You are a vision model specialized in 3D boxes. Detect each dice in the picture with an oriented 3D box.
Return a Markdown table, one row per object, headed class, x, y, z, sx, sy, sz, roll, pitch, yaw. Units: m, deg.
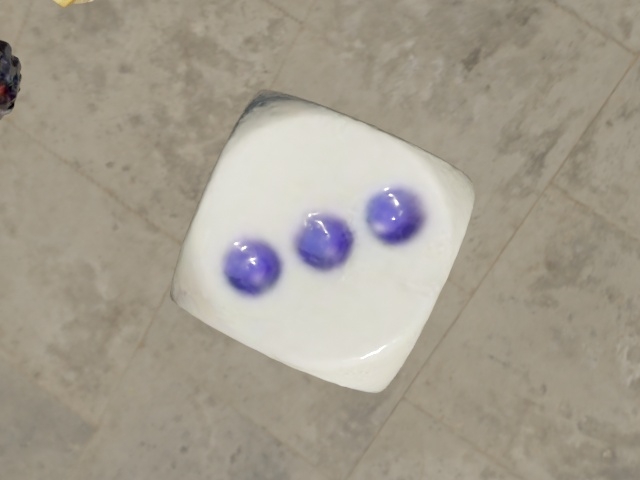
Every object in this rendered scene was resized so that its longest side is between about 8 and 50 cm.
| class | x | y | z | sx | sy | sz | roll | pitch | yaw |
| --- | --- | --- | --- | --- | --- | --- | --- | --- | --- |
| dice | 0.000 | 0.000 | 1.120 | 0.259 | 0.243 | 0.251 | 24 | 89 | 1 |

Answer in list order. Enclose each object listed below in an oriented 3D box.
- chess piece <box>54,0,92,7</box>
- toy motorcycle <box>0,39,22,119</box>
| class | x | y | z | sx | sy | sz | roll | pitch | yaw |
| --- | --- | --- | --- | --- | --- | --- | --- | --- | --- |
| chess piece | -0.226 | -0.398 | 1.289 | 0.301 | 0.137 | 0.137 | -40 | 90 | 26 |
| toy motorcycle | -0.437 | -0.104 | 0.978 | 0.232 | 0.172 | 0.416 | 17 | 149 | -25 |
